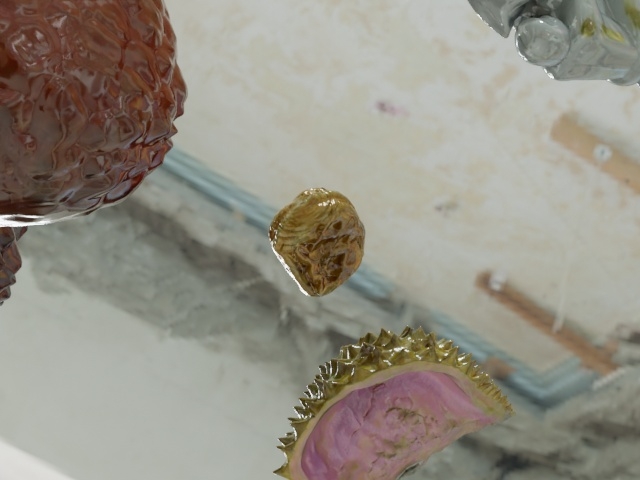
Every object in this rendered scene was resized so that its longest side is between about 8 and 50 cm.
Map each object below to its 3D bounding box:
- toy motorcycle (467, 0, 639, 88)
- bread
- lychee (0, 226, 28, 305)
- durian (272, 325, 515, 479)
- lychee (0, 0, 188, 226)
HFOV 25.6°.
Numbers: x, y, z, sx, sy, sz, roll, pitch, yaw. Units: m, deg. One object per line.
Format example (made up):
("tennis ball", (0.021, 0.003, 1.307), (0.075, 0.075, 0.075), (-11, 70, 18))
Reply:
("toy motorcycle", (0.173, -0.154, 0.919), (0.229, 0.151, 0.074), (30, -45, -5))
("bread", (0.000, 0.000, 1.235), (0.044, 0.083, 0.110), (37, -13, 37))
("lychee", (-0.503, -0.050, 1.293), (0.424, 0.424, 0.500), (-9, -22, 38))
("durian", (0.055, 0.143, 1.205), (0.182, 0.132, 0.165), (-27, -9, 19))
("lychee", (-0.220, -0.130, 0.902), (0.300, 0.255, 0.255), (39, -32, 10))
